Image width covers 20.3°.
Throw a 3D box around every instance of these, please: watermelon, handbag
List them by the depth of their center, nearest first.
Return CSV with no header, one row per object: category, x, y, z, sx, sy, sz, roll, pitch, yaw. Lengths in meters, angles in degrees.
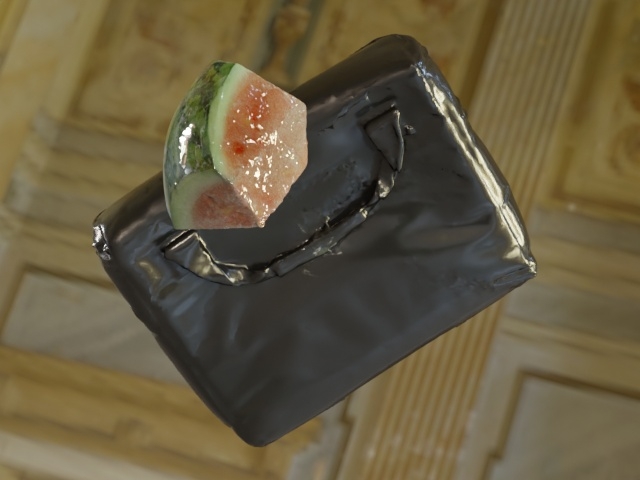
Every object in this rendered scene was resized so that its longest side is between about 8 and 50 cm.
watermelon,-0.048,-0.042,0.913,0.072,0.084,0.092,36,-23,-8
handbag,0.000,0.000,1.290,0.244,0.275,0.088,56,5,-36
